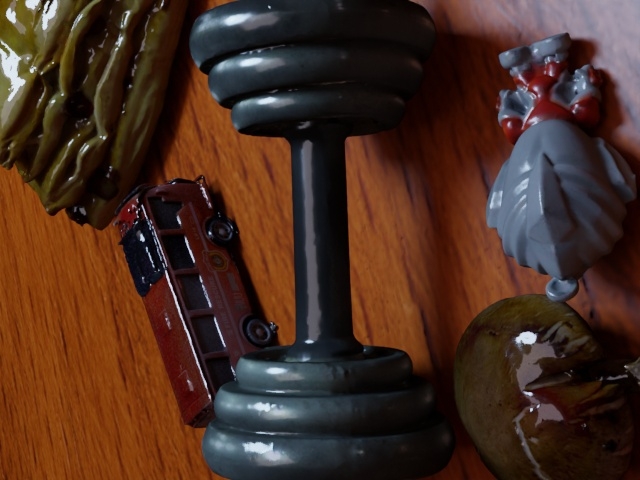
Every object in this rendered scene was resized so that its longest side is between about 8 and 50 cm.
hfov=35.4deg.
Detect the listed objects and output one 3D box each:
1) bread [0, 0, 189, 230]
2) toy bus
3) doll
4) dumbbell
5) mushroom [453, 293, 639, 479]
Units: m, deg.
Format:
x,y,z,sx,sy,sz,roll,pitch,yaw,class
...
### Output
x,y,z,sx,sy,sz,roll,pitch,yaw,class
-0.279,-0.203,1.026,0.277,0.167,0.324,44,124,39,bread
-0.111,0.050,0.896,0.073,0.096,0.235,-43,61,38,toy bus
0.144,-0.047,0.617,0.094,0.079,0.180,-12,67,25,doll
0.000,0.000,0.701,0.179,0.179,0.406,-2,90,49,dumbbell
0.144,0.096,0.613,0.170,0.080,0.135,-31,78,49,mushroom
